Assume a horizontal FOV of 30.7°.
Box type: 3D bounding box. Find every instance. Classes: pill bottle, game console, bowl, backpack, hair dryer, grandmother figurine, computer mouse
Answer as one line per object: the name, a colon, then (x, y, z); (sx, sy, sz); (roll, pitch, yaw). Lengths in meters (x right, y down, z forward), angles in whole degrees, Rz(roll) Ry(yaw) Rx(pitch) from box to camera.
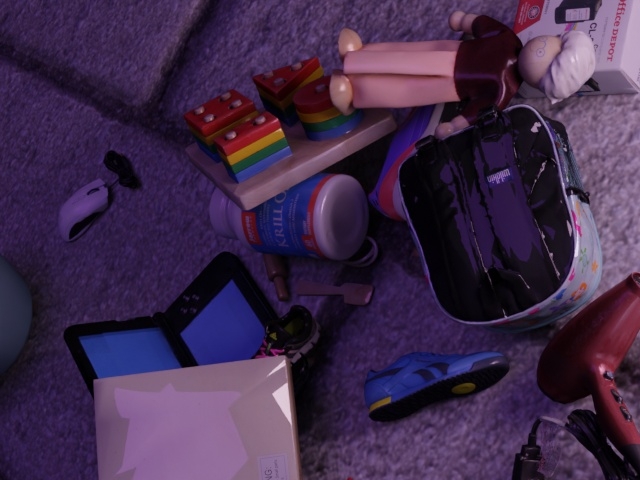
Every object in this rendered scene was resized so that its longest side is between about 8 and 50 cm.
pill bottle: (-0.051, -0.039, 1.701); (0.222, 0.124, 0.124); (4, 72, 37)
game console: (-0.202, 0.162, 1.729); (0.250, 0.173, 0.293); (-47, 49, 11)
bowl: (-0.633, 0.140, 2.083); (0.312, 0.163, 0.311); (-17, 59, 32)
backpack: (0.232, -0.012, 1.455); (0.225, 0.191, 0.253); (-24, 63, 26)
hair dryer: (0.333, 0.179, 1.342); (0.224, 0.080, 0.293); (7, 86, 58)
grandmother figurine: (0.185, -0.220, 1.523); (0.343, 0.104, 0.207); (-1, 72, 23)
computer mouse: (-0.412, -0.075, 2.093); (0.193, 0.042, 0.106); (-44, 50, 13)

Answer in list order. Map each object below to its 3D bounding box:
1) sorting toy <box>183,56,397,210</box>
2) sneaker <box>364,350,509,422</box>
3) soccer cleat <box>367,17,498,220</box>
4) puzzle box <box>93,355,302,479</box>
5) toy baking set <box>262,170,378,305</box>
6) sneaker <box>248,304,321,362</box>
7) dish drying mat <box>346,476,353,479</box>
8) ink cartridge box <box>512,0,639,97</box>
sorting toy: (-0.061, -0.177, 1.717); (0.255, 0.089, 0.257); (-29, 29, -12)
sneaker: (0.145, 0.169, 1.524); (0.209, 0.069, 0.082); (-24, 53, 28)
soccer cleat: (0.164, -0.175, 1.654); (0.116, 0.109, 0.318); (14, 77, 55)
puzzle box: (-0.155, 0.370, 1.544); (0.272, 0.052, 0.408); (-7, 76, 6)
toy baking set: (-0.006, 0.002, 1.746); (0.197, 0.030, 0.256); (-27, 55, 26)
sneaker: (-0.065, 0.154, 1.640); (0.063, 0.074, 0.170); (28, 60, 29)
dish drying mat: (0.053, 0.353, 1.550); (0.032, 0.008, 0.083); (-51, 47, 6)
ink cartridge box: (0.348, -0.265, 1.567); (0.175, 0.072, 0.127); (2, 71, 39)
